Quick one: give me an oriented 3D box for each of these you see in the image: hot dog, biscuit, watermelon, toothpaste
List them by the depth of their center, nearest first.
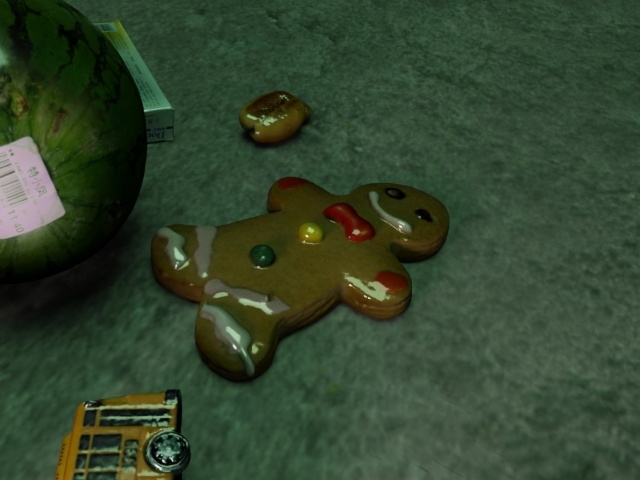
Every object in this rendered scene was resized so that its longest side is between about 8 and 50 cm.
[{"bbox_3d":[-0.363,-0.123,0.732,0.363,0.363,0.363,6,42,-5],"label":"watermelon"},{"bbox_3d":[0.000,-0.001,0.866,0.432,0.064,0.283,-20,49,-29],"label":"biscuit"},{"bbox_3d":[-0.072,-0.207,1.089,0.090,0.060,0.140,31,52,17],"label":"hot dog"},{"bbox_3d":[-0.333,-0.274,1.099,0.089,0.071,0.313,-12,46,-26],"label":"toothpaste"}]

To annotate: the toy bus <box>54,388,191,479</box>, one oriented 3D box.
[{"bbox_3d":[-0.168,0.233,0.551,0.114,0.098,0.201,2,44,-10],"label":"toy bus"}]
